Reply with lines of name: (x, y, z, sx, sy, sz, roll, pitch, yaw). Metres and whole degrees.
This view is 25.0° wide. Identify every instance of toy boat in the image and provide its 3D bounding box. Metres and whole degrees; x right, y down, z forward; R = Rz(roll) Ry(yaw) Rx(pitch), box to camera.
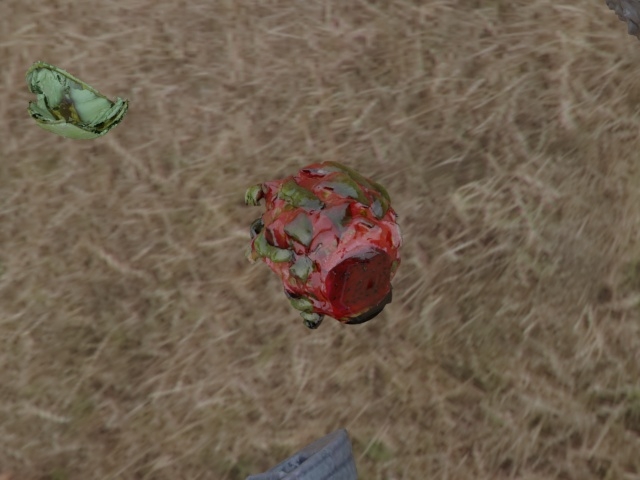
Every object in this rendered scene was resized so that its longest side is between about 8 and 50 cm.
toy boat: (-0.061, 0.330, 1.824, 0.078, 0.283, 0.127, 60, 149, 0)

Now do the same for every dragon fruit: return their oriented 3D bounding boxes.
dragon fruit: (0.000, 0.000, 1.538, 0.160, 0.172, 0.167, 19, 110, -34)

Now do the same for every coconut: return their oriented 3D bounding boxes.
coconut: (-0.318, -0.170, 1.876, 0.133, 0.158, 0.055, 9, 121, -18)

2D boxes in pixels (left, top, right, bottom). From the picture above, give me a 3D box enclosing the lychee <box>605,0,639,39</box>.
lychee: (0.402, -0.293, 1.348, 0.300, 0.300, 0.300, 2, 99, 15)
